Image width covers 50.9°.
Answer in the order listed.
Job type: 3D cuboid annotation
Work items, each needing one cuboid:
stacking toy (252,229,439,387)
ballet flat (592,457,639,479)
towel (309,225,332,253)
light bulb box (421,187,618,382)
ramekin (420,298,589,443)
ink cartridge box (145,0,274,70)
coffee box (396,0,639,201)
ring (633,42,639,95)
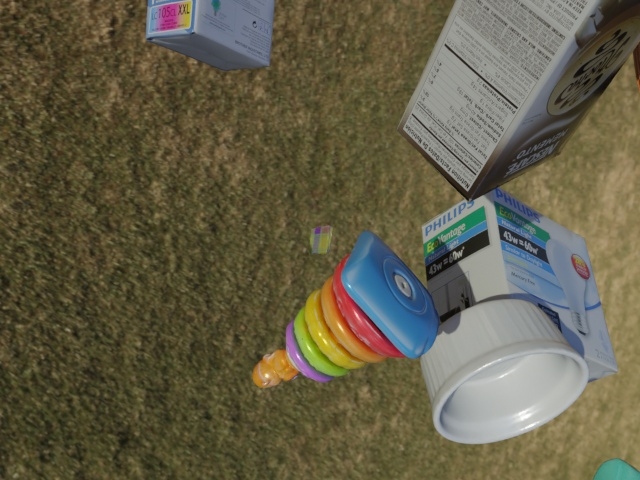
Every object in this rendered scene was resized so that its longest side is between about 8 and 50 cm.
[{"bbox_3d":[0.009,0.143,0.984,0.165,0.302,0.175,48,26,-9],"label":"stacking toy"},{"bbox_3d":[0.378,0.412,0.864,0.087,0.083,0.247,-3,100,-67],"label":"ballet flat"},{"bbox_3d":[0.000,0.000,1.440,0.009,0.083,0.060,10,82,-29],"label":"towel"},{"bbox_3d":[0.438,0.122,1.518,0.358,0.225,0.361,24,49,-30],"label":"light bulb box"},{"bbox_3d":[0.311,0.228,1.188,0.277,0.135,0.277,-9,135,-9],"label":"ramekin"},{"bbox_3d":[-0.221,-0.595,1.444,0.270,0.151,0.395,4,92,-60],"label":"ink cartridge box"},{"bbox_3d":[0.210,-0.194,0.623,0.168,0.119,0.297,-27,155,-32],"label":"coffee box"},{"bbox_3d":[0.443,-0.197,0.756,0.336,0.032,0.336,-14,90,-86],"label":"ring"}]
